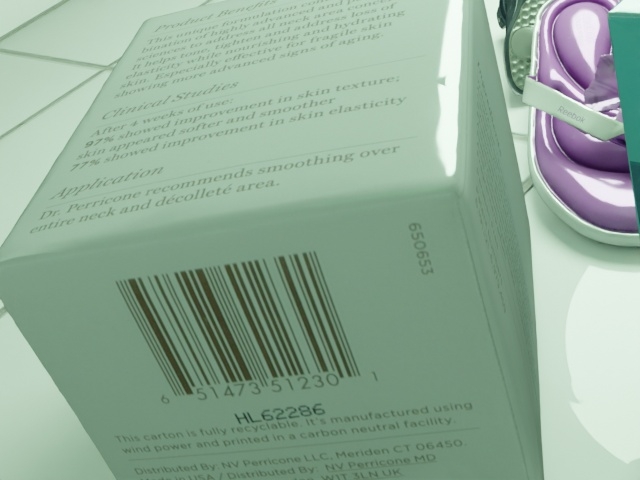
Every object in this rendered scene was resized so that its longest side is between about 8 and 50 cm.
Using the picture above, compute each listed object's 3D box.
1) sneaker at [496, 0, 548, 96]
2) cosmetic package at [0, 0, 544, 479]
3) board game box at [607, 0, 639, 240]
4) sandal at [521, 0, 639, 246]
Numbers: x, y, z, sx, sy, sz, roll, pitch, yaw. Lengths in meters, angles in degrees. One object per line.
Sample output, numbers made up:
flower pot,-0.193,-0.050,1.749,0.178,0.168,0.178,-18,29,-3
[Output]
sneaker,0.284,-0.282,1.282,0.086,0.163,0.226,7,79,4
cosmetic package,0.000,0.000,0.809,0.329,0.328,0.394,-9,36,17
board game box,0.338,-0.079,0.726,0.079,0.336,0.253,18,49,44
sandal,0.294,-0.162,1.034,0.169,0.102,0.416,-15,44,13
